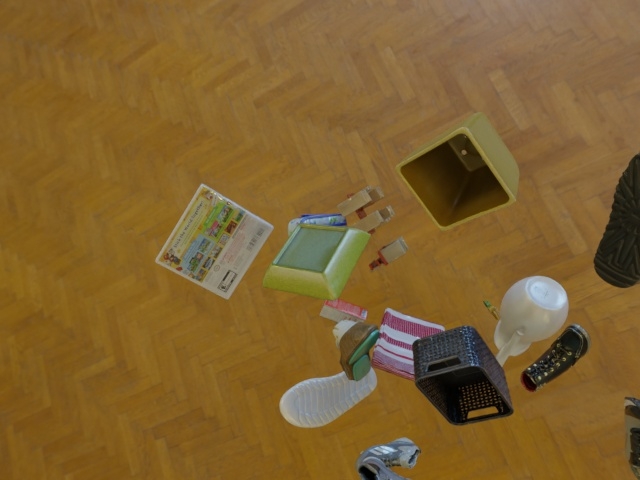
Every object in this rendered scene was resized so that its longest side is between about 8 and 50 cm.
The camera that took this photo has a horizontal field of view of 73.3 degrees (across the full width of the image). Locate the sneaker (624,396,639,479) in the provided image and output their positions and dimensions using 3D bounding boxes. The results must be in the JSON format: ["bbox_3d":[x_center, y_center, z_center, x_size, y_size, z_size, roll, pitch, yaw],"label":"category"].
[{"bbox_3d":[0.599,0.363,0.768,0.100,0.271,0.108,7,56,41],"label":"sneaker"}]

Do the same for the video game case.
[{"bbox_3d":[-0.263,0.007,1.077,0.206,0.026,0.227,31,97,-17],"label":"video game case"}]

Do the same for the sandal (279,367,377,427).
[{"bbox_3d":[0.034,0.597,1.647,0.416,0.102,0.170,-9,72,-27],"label":"sandal"}]

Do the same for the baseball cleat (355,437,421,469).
[{"bbox_3d":[0.209,0.659,1.304,0.205,0.109,0.072,-16,96,-22],"label":"baseball cleat"}]

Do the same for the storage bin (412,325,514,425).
[{"bbox_3d":[0.257,0.249,0.781,0.122,0.180,0.084,-24,33,26],"label":"storage bin"}]

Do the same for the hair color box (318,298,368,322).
[{"bbox_3d":[0.073,0.232,1.383,0.141,0.072,0.043,22,47,-2],"label":"hair color box"}]

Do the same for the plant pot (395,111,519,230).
[{"bbox_3d":[0.139,-0.074,0.412,0.081,0.083,0.081,51,140,-11],"label":"plant pot"}]

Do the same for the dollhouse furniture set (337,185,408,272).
[{"bbox_3d":[0.162,-0.042,1.404,0.135,0.262,0.259,-31,89,22],"label":"dollhouse furniture set"}]

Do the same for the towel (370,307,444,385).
[{"bbox_3d":[0.314,0.358,1.493,0.236,0.329,0.037,16,117,10],"label":"towel"}]

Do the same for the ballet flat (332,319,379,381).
[{"bbox_3d":[0.092,0.301,1.244,0.116,0.342,0.124,-36,62,-18],"label":"ballet flat"}]

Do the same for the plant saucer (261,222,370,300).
[{"bbox_3d":[-0.015,0.028,0.908,0.188,0.045,0.188,7,49,32],"label":"plant saucer"}]

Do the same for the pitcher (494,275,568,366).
[{"bbox_3d":[0.445,0.188,0.947,0.125,0.207,0.178,29,55,21],"label":"pitcher"}]

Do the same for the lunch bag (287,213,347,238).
[{"bbox_3d":[0.000,0.000,1.383,0.090,0.218,0.176,-7,90,45],"label":"lunch bag"}]

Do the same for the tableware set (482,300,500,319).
[{"bbox_3d":[0.593,0.273,1.441,0.024,0.104,0.154,-33,110,4],"label":"tableware set"}]

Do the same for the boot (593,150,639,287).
[{"bbox_3d":[0.398,-0.048,0.463,0.208,0.190,0.076,-16,45,-23],"label":"boot"}]

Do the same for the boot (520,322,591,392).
[{"bbox_3d":[0.718,0.368,1.322,0.178,0.237,0.085,-27,50,-16],"label":"boot"}]

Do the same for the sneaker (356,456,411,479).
[{"bbox_3d":[0.190,0.670,1.152,0.228,0.132,0.086,18,78,31],"label":"sneaker"}]
